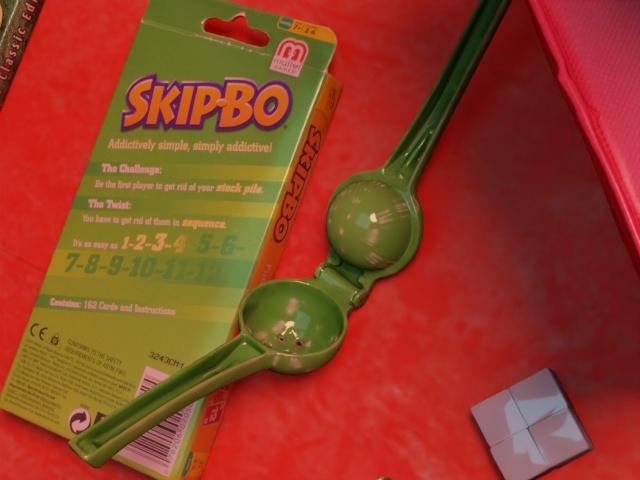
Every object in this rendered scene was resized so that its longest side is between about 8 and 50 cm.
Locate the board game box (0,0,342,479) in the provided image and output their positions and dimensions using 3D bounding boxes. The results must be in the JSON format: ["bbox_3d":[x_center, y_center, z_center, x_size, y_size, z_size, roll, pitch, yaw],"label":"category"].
[{"bbox_3d":[-0.081,-0.007,0.694,0.124,0.039,0.259,19,90,22],"label":"board game box"}]

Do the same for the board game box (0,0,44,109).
[{"bbox_3d":[-0.255,-0.113,0.785,0.136,0.030,0.260,20,88,21],"label":"board game box"}]

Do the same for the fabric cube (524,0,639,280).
[{"bbox_3d":[0.212,-0.108,0.480,0.254,0.258,0.259,-24,73,14],"label":"fabric cube"}]

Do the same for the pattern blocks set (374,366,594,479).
[{"bbox_3d":[0.113,0.240,0.578,0.285,0.026,0.325,-40,69,10],"label":"pattern blocks set"}]

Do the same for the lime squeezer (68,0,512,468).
[{"bbox_3d":[0.000,0.000,0.627,0.310,0.110,0.059,-48,48,-12],"label":"lime squeezer"}]
